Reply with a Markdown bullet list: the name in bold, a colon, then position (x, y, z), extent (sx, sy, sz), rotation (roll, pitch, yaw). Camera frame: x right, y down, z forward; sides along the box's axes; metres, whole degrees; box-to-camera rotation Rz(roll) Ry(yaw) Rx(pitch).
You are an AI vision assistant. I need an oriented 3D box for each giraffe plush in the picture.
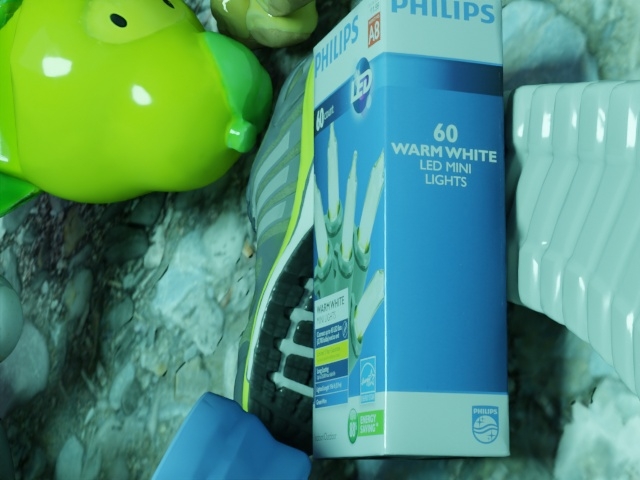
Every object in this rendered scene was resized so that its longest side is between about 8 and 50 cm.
- **giraffe plush**: position (-0.034, -0.272, 1.081), extent (0.170, 0.210, 0.181), rotation (-41, 19, -19)

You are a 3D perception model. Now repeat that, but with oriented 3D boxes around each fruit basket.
- **fruit basket**: position (-0.224, -0.141, 1.054), extent (0.392, 0.392, 0.283), rotation (-12, 108, 47)

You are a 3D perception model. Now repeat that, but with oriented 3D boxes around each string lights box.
- **string lights box**: position (0.049, -0.004, 0.825), extent (0.133, 0.077, 0.259), rotation (150, 121, -70)

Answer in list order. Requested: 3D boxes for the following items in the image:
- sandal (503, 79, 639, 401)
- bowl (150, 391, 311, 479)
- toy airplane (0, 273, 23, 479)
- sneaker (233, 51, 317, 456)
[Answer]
- **sandal**: position (0.192, -0.003, 0.695), extent (0.416, 0.102, 0.169), rotation (-137, 53, -63)
- **bowl**: position (-0.106, 0.278, 0.780), extent (0.391, 0.077, 0.391), rotation (23, -90, -88)
- **toy airplane**: position (-0.300, 0.148, 1.055), extent (0.386, 0.384, 0.272), rotation (23, 74, 43)
- **sneaker**: position (0.000, 0.000, 0.950), extent (0.121, 0.111, 0.299), rotation (-16, 56, 61)
